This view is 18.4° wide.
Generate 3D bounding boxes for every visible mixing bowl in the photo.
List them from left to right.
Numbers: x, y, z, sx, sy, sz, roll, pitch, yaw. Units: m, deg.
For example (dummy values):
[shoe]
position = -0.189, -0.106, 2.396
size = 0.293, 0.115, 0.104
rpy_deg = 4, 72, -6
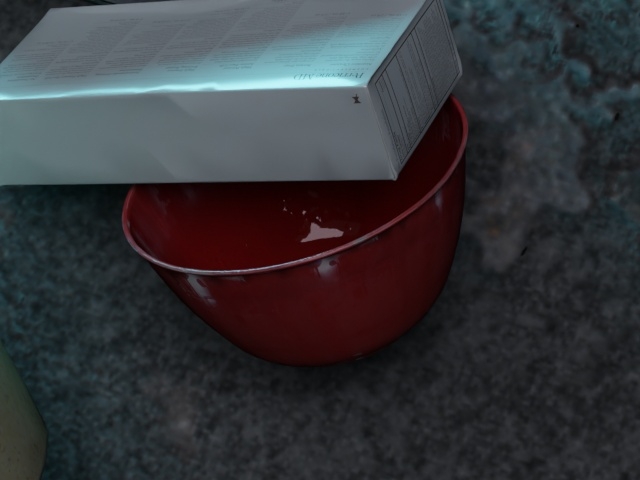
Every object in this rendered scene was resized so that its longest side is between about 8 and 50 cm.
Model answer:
[mixing bowl]
position = 0.000, 0.000, 1.018
size = 0.181, 0.098, 0.181
rpy_deg = -14, 32, 9

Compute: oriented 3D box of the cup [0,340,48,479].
[cup]
position = -0.270, 0.101, 0.926
size = 0.237, 0.331, 0.331
rpy_deg = 32, 75, -15

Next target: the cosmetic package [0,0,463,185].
[cosmetic package]
position = -0.057, -0.077, 1.014
size = 0.239, 0.060, 0.099
rpy_deg = 0, 35, 29

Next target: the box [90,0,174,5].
[box]
position = -0.109, -0.197, 1.067
size = 0.290, 0.169, 0.087
rpy_deg = 17, 72, 9
